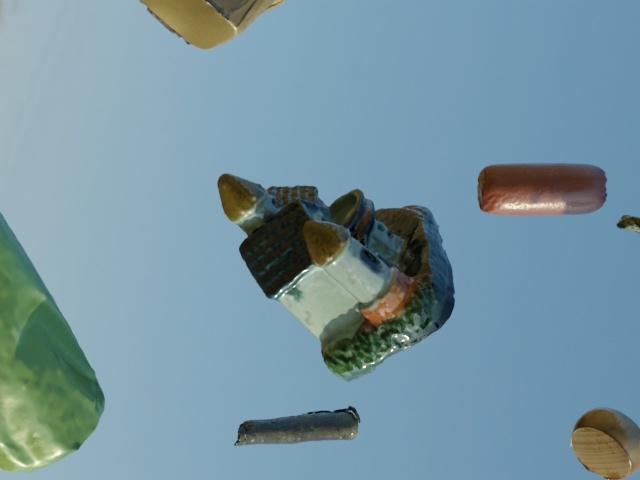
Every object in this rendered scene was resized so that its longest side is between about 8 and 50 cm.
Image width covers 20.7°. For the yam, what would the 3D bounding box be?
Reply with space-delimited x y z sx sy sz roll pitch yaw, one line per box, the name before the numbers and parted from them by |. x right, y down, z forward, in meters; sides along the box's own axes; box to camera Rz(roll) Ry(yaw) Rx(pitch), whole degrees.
yam | -0.024 0.166 1.572 0.027 0.129 0.033 17 -77 54

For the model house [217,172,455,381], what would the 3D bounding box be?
model house | 0.000 0.000 2.157 0.184 0.291 0.253 -42 -157 25

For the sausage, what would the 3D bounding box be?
sausage | 0.262 -0.060 2.065 0.062 0.154 0.062 179 -90 -83

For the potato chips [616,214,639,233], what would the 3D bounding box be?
potato chips | 0.362 0.012 1.611 0.207 0.092 0.028 24 -81 35

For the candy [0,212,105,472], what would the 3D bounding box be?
candy | -0.329 0.057 1.649 0.344 0.132 0.142 62 -2 -21

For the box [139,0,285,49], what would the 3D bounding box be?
box | -0.114 -0.248 1.541 0.111 0.177 0.111 -38 -153 23

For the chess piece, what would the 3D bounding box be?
chess piece | 0.310 0.219 1.891 0.038 0.083 0.084 -45 175 -38
